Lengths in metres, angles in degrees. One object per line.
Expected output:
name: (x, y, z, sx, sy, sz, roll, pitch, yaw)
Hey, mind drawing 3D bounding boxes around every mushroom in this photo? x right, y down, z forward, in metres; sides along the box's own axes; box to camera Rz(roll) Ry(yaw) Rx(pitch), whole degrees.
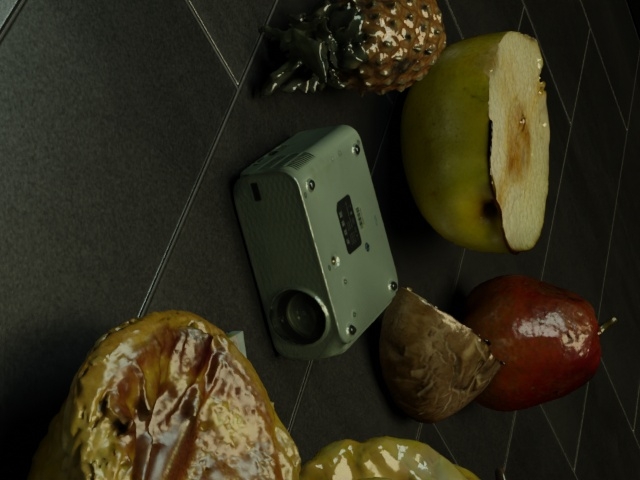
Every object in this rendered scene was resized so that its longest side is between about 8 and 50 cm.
mushroom: (0.158, 0.186, 2.028, 0.151, 0.156, 0.285, -57, 141, -10)

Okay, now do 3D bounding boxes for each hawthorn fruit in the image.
hawthorn fruit: (0.349, 0.162, 2.235, 0.224, 0.261, 0.224, -8, 90, -70)

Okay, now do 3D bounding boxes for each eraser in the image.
eraser: (-0.113, 0.133, 1.602, 0.083, 0.019, 0.038, -27, 110, -61)

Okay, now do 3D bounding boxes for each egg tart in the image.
egg tart: (-0.157, 0.242, 1.331, 0.339, 0.153, 0.351, 12, 69, -53)

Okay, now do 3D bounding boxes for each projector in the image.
projector: (0.000, 0.000, 1.754, 0.198, 0.108, 0.250, -40, 120, -57)

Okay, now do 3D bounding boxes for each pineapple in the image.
pineapple: (0.027, -0.261, 1.845, 0.340, 0.169, 0.169, -21, 104, -48)

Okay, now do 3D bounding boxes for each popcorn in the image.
popcorn: (0.079, 0.364, 1.506, 0.297, 0.281, 0.316, 60, 15, 22)

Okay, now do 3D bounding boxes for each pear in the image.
pear: (0.228, -0.143, 2.136, 0.386, 0.191, 0.340, -60, 140, -50)
